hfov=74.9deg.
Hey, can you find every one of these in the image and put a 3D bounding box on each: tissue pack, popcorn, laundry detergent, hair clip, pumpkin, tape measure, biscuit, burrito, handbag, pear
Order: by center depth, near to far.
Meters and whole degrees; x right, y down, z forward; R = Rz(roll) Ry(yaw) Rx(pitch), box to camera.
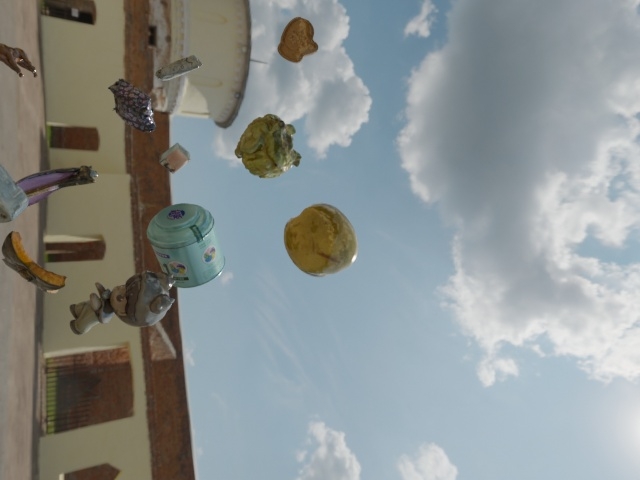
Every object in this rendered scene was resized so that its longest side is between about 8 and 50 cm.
[{"bbox_3d":[-0.151,-0.276,1.255,0.185,0.188,0.167,54,-20,-11],"label":"popcorn"},{"bbox_3d":[-0.061,-0.609,1.279,0.023,0.118,0.139,-171,-81,-77],"label":"biscuit"},{"bbox_3d":[-1.159,-0.153,1.399,0.130,0.259,0.264,-86,165,-51],"label":"tape measure"},{"bbox_3d":[-0.542,-0.308,1.563,0.095,0.074,0.058,-34,-139,15],"label":"tissue pack"},{"bbox_3d":[-1.110,-0.229,1.720,0.095,0.359,0.110,67,-21,5],"label":"hair clip"},{"bbox_3d":[0.000,0.000,1.746,0.314,0.315,0.313,5,-84,61],"label":"pear"},{"bbox_3d":[-1.211,0.114,1.751,0.259,0.095,0.290,-19,-61,45],"label":"pumpkin"},{"bbox_3d":[-0.614,-0.744,1.806,0.064,0.203,0.064,158,-90,-87],"label":"burrito"},{"bbox_3d":[-0.598,0.007,1.863,0.287,0.288,0.304,-129,-155,-47],"label":"laundry detergent"},{"bbox_3d":[-0.893,-0.639,2.010,0.229,0.126,0.207,31,-31,7],"label":"handbag"}]

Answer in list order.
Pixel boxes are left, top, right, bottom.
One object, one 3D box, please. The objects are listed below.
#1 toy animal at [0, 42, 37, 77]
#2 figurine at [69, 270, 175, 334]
[{"bbox_3d":[-1.222,-0.714,1.578,0.066,0.229,0.224,-37,-170,23],"label":"toy animal"},{"bbox_3d":[-0.744,0.244,1.588,0.248,0.382,0.202,-124,-160,-61],"label":"figurine"}]
